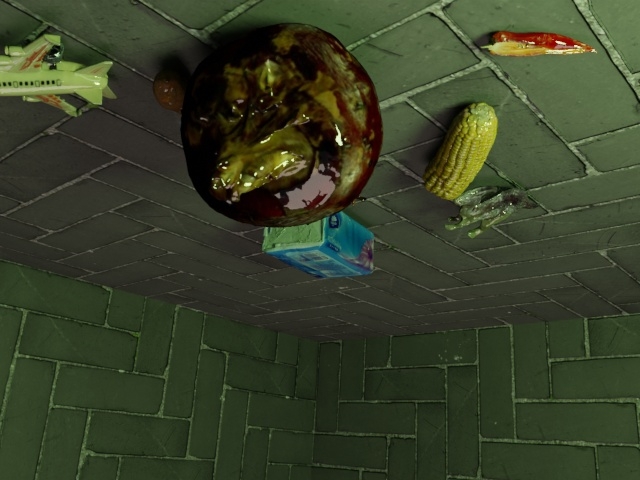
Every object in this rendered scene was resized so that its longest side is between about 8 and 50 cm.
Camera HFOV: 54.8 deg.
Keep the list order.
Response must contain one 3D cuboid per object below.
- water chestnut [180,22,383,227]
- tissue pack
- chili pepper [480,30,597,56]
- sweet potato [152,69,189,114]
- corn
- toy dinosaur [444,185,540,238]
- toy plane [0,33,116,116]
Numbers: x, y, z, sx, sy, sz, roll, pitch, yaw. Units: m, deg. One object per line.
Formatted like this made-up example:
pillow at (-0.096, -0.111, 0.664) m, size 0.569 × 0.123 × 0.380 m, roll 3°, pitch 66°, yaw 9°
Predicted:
water chestnut at (-0.075, -0.160, 0.947) m, size 0.334 × 0.336 × 0.347 m, roll -6°, pitch -166°, yaw 27°
tissue pack at (0.000, 0.000, 1.649) m, size 0.198 × 0.146 × 0.263 m, roll -7°, pitch 159°, yaw 33°
chili pepper at (0.327, -0.294, 0.923) m, size 0.178 × 0.027 × 0.045 m, roll 3°, pitch 165°, yaw 2°
sweet potato at (-0.250, -0.256, 1.102) m, size 0.068 × 0.068 × 0.226 m, roll 0°, pitch 174°, yaw 10°
corn at (0.272, -0.170, 1.200) m, size 0.101 × 0.101 × 0.292 m, roll 5°, pitch 156°, yaw -3°
toy dinosaur at (0.385, -0.072, 1.425) m, size 0.294 × 0.077 × 0.162 m, roll -12°, pitch 162°, yaw -45°
toy plane at (-0.475, -0.275, 1.022) m, size 0.255 × 0.104 × 0.242 m, roll 9°, pitch 163°, yaw -13°
